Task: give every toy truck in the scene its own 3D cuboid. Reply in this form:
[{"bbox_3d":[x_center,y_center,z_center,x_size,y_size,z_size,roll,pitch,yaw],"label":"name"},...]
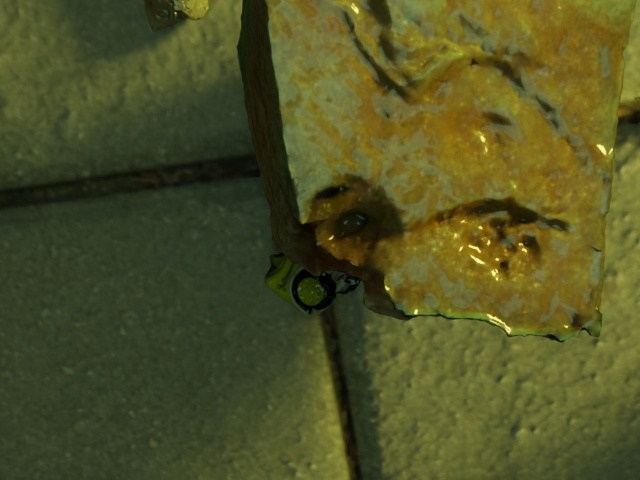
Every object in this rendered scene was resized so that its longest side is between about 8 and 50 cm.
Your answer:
[{"bbox_3d":[0.000,0.000,0.734,0.077,0.076,0.111,32,110,15],"label":"toy truck"}]

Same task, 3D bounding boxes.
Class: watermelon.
[{"bbox_3d":[0.068,-0.091,0.640,0.264,0.151,0.302,2,98,-1],"label":"watermelon"}]

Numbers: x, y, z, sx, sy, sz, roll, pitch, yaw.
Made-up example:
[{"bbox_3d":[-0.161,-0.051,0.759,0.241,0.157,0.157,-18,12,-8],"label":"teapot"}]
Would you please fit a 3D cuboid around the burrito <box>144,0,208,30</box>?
[{"bbox_3d":[-0.119,-0.241,0.672,0.051,0.042,0.171,-9,110,-2],"label":"burrito"}]
